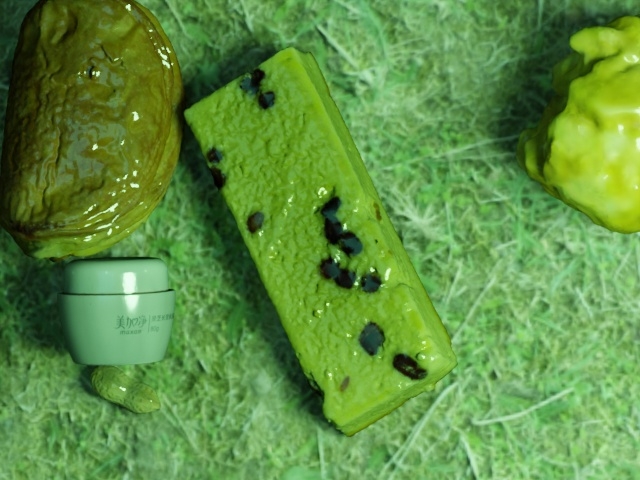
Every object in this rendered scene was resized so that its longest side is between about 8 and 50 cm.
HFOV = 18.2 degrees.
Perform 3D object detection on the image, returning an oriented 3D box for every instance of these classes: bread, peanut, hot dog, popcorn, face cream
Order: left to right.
[{"bbox_3d":[-0.238,-0.109,1.999,0.196,0.122,0.272,-3,77,20],"label":"hot dog"},{"bbox_3d":[-0.202,0.069,1.973,0.117,0.117,0.104,0,92,17],"label":"face cream"},{"bbox_3d":[-0.196,0.151,2.006,0.083,0.037,0.037,19,90,19],"label":"peanut"},{"bbox_3d":[0.000,0.000,1.938,0.138,0.077,0.361,-29,77,14],"label":"bread"},{"bbox_3d":[0.309,-0.111,1.810,0.253,0.190,0.191,8,117,7],"label":"popcorn"}]
